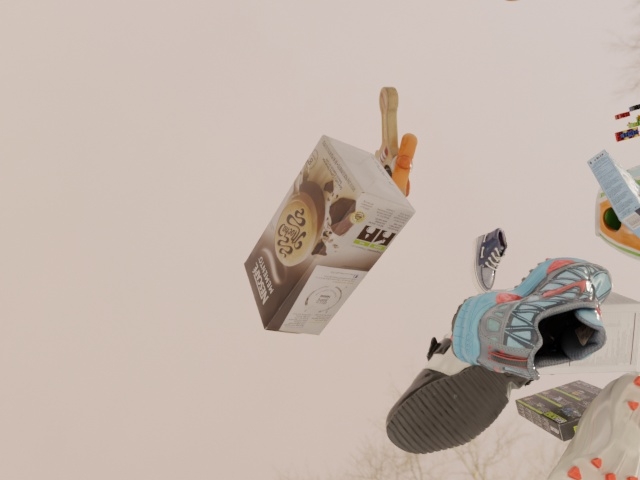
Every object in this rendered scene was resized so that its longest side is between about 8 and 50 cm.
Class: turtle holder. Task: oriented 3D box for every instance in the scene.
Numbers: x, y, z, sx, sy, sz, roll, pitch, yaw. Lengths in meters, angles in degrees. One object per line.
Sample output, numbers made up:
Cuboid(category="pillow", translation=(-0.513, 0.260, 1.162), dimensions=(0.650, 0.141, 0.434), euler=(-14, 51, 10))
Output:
Cuboid(category="turtle holder", translation=(0.756, -0.083, 1.130), dimensions=(0.320, 0.227, 0.243), euler=(-55, -47, -36))

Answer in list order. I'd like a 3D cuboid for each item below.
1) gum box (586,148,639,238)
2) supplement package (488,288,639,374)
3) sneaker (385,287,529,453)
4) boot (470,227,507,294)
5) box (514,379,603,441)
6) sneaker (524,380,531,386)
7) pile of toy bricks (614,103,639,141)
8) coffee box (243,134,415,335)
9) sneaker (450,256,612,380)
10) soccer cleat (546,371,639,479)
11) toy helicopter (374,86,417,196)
Cuboid(category="gum box", translation=(0.570, -0.062, 0.910), dimensions=(0.157, 0.041, 0.184), euler=(33, -143, -20))
Cuboid(category="supplement package", translation=(0.466, 0.172, 0.985), dimensions=(0.244, 0.134, 0.139), euler=(0, -82, -5))
Cuboid(category="sneaker", translation=(0.232, 0.198, 0.799), dimensions=(0.330, 0.146, 0.122), euler=(-37, -74, -3))
Cuboid(category="boot", translation=(0.456, 0.053, 1.355), dimensions=(0.069, 0.086, 0.190), euler=(27, -129, -23))
Cuboid(category="box", translation=(0.585, 0.390, 1.173), dimensions=(0.184, 0.190, 0.045), euler=(-17, -89, -8))
Cuboid(category="sneaker", translation=(0.448, 0.297, 1.224), dimensions=(0.286, 0.130, 0.109), euler=(-13, -58, -14))
Cuboid(category="pile of toy bricks", translation=(1.052, -0.386, 1.651), dimensions=(0.212, 0.105, 0.118), euler=(-14, -87, 4))
Cuboid(category="coffee box", translation=(0.000, 0.000, 0.853), dimensions=(0.118, 0.168, 0.297), euler=(14, -57, -35))
Cuboid(category="sneaker", translation=(0.282, 0.099, 0.592), dimensions=(0.261, 0.125, 0.104), euler=(-19, -70, -29))
Cuboid(category="soccer cleat", translation=(0.278, 0.214, 0.500), dimensions=(0.068, 0.076, 0.196), euler=(40, -110, 15))
Cuboid(category="toy helicopter", translation=(0.206, -0.265, 1.468), dimensions=(0.140, 0.235, 0.355), euler=(-6, -77, -9))
